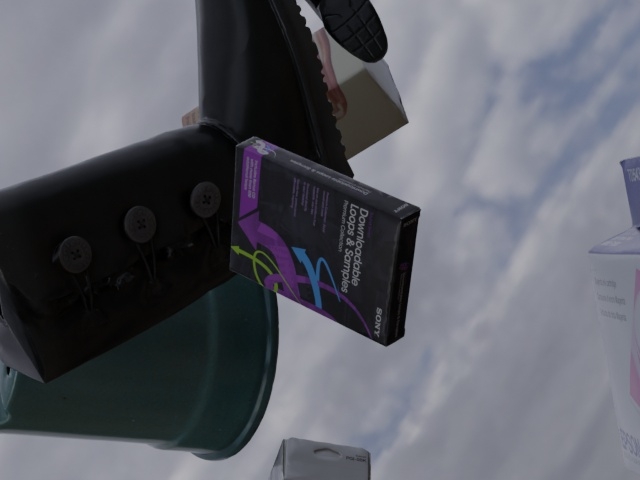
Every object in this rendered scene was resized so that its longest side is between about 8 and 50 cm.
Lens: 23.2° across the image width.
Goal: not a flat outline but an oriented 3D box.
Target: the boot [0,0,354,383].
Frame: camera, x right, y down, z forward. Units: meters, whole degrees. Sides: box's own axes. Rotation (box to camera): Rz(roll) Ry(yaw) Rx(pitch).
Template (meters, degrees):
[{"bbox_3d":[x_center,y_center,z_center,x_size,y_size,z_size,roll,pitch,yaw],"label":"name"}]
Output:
[{"bbox_3d":[-0.203,-0.096,1.721,0.445,0.367,0.146,-26,8,-24],"label":"boot"}]

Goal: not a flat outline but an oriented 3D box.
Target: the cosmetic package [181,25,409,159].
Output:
[{"bbox_3d":[-0.040,-0.174,2.248,0.296,0.153,0.129,-31,-50,13],"label":"cosmetic package"}]

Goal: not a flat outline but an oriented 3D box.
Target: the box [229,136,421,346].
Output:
[{"bbox_3d":[0.000,0.000,1.203,0.029,0.162,0.116,-31,-45,-45],"label":"box"}]

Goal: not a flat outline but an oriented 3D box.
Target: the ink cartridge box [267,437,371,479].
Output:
[{"bbox_3d":[-0.008,0.283,1.704,0.135,0.099,0.056,108,168,-45],"label":"ink cartridge box"}]

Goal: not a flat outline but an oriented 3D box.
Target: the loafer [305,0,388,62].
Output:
[{"bbox_3d":[0.025,-0.269,1.816,0.062,0.170,0.061,-37,-19,5],"label":"loafer"}]

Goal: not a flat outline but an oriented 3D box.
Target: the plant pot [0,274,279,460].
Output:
[{"bbox_3d":[-0.281,0.121,2.022,0.334,0.341,0.341,2,-58,-33],"label":"plant pot"}]

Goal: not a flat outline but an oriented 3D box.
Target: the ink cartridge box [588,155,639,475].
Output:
[{"bbox_3d":[0.329,0.079,1.506,0.324,0.072,0.330,147,112,-88],"label":"ink cartridge box"}]
